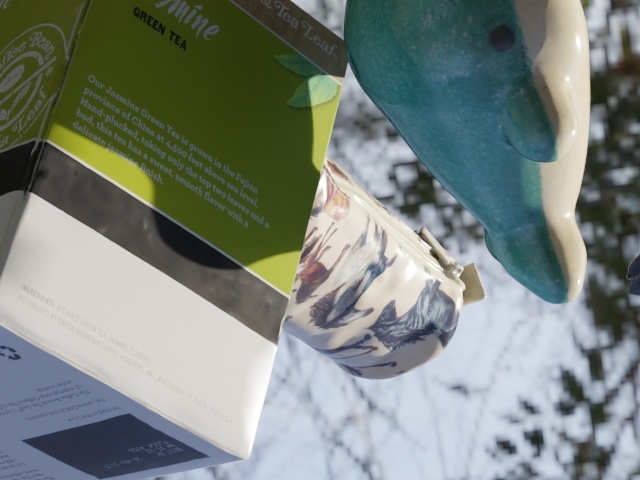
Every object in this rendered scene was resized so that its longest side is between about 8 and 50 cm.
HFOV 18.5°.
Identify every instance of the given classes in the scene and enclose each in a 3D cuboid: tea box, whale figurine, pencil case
[{"bbox_3d":[-0.191,-0.015,1.328,0.329,0.220,0.323,-17,-131,43],"label":"tea box"},{"bbox_3d":[0.098,-0.085,1.276,0.141,0.272,0.216,-16,-158,-8],"label":"whale figurine"},{"bbox_3d":[0.000,0.000,1.874,0.183,0.160,0.410,-32,149,12],"label":"pencil case"}]

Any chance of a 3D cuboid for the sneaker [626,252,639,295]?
[{"bbox_3d":[0.325,0.026,1.478,0.170,0.089,0.051,17,-146,-6],"label":"sneaker"}]
